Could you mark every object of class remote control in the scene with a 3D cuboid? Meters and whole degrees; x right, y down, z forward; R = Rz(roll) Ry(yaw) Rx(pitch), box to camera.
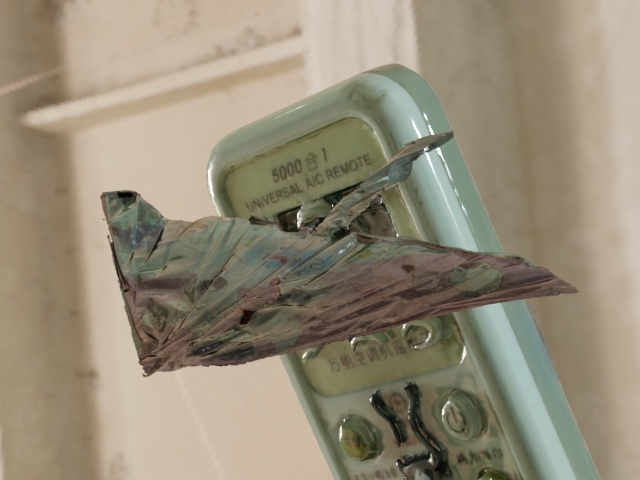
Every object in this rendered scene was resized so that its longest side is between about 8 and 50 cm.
[{"bbox_3d":[0.062,0.089,0.679,0.128,0.065,0.335,-19,-84,46],"label":"remote control"}]

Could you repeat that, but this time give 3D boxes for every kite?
[{"bbox_3d":[0.000,0.000,0.386,0.139,0.157,0.011,11,-61,24],"label":"kite"}]
